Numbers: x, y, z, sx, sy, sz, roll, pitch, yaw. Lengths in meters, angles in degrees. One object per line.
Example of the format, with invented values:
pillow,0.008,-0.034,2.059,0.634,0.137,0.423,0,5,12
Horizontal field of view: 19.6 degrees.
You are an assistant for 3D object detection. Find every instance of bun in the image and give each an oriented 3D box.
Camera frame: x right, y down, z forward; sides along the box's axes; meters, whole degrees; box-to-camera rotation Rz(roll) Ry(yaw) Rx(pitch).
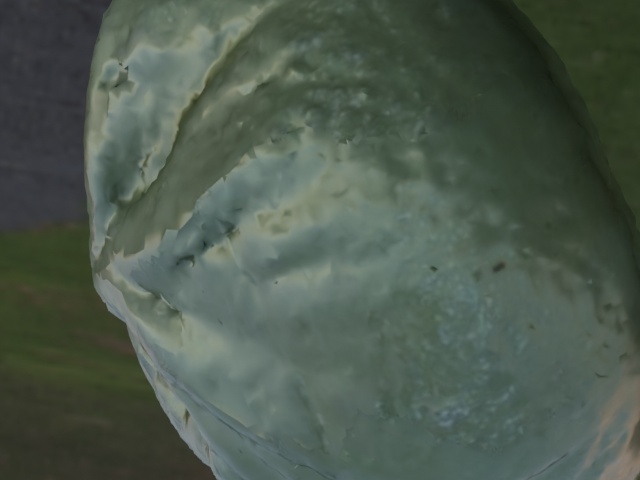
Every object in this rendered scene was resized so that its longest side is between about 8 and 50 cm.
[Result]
bun,0.000,0.000,0.490,0.118,0.195,0.195,-25,179,-10
